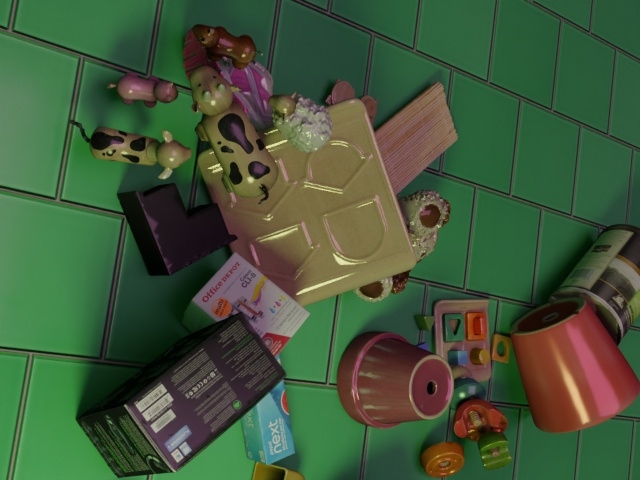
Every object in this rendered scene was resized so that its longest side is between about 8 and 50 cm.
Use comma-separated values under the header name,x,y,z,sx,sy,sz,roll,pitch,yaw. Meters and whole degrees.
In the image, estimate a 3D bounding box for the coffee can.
name,x,y,z,sx,sy,sz,roll,pitch,yaw
coffee can,0.729,0.119,2.303,0.275,0.201,0.201,-43,115,-30

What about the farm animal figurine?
name,x,y,z,sx,sy,sz,roll,pitch,yaw
farm animal figurine,-0.186,-0.188,1.495,0.327,0.172,0.330,45,85,-11

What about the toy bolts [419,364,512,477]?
name,x,y,z,sx,sy,sz,roll,pitch,yaw
toy bolts,0.305,0.391,2.013,0.218,0.158,0.228,-15,132,-1

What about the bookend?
name,x,y,z,sx,sy,sz,roll,pitch,yaw
bookend,-0.250,-0.040,1.600,0.156,0.072,0.157,-31,107,-36

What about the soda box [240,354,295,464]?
name,x,y,z,sx,sy,sz,roll,pitch,yaw
soda box,-0.109,0.306,1.710,0.071,0.067,0.210,-14,98,-38

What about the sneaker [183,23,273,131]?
name,x,y,z,sx,sy,sz,roll,pitch,yaw
sneaker,-0.156,-0.293,1.671,0.111,0.103,0.252,-51,126,-30

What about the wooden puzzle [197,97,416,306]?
name,x,y,z,sx,sy,sz,roll,pitch,yaw
wooden puzzle,-0.022,-0.058,1.697,0.322,0.080,0.348,-19,106,3

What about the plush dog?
name,x,y,z,sx,sy,sz,roll,pitch,yaw
plush dog,0.155,-0.013,1.880,0.225,0.210,0.262,20,110,-51

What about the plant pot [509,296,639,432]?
name,x,y,z,sx,sy,sz,roll,pitch,yaw
plant pot,0.586,0.284,2.162,0.275,0.275,0.243,-30,99,-35

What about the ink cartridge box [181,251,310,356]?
name,x,y,z,sx,sy,sz,roll,pitch,yaw
ink cartridge box,-0.135,0.137,1.612,0.176,0.127,0.128,39,61,3

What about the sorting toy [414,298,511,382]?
name,x,y,z,sx,sy,sz,roll,pitch,yaw
sorting toy,0.335,0.232,2.081,0.347,0.047,0.196,2,88,-39

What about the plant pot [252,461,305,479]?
name,x,y,z,sx,sy,sz,roll,pitch,yaw
plant pot,-0.074,0.469,1.729,0.083,0.081,0.081,24,74,-47

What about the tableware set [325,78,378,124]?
name,x,y,z,sx,sy,sz,roll,pitch,yaw
tableware set,0.066,-0.248,1.889,0.168,0.020,0.141,15,85,-43

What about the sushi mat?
name,x,y,z,sx,sy,sz,roll,pitch,yaw
sushi mat,0.188,-0.206,1.980,0.316,0.019,0.151,-41,122,-32

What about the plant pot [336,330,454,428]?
name,x,y,z,sx,sy,sz,roll,pitch,yaw
plant pot,0.164,0.289,1.858,0.201,0.180,0.201,2,87,-39

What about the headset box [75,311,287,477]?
name,x,y,z,sx,sy,sz,roll,pitch,yaw
headset box,-0.235,0.257,1.483,0.246,0.283,0.131,-38,96,-34
